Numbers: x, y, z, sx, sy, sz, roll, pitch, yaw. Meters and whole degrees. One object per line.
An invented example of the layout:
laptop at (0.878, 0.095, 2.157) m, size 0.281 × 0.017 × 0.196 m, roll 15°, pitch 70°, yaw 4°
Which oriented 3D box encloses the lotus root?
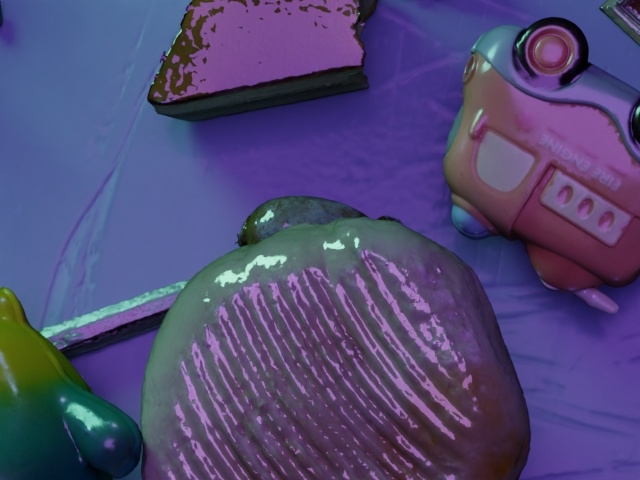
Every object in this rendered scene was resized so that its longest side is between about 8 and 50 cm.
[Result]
lotus root at (0.000, 0.001, 1.699) m, size 0.165 × 0.088 × 0.088 m, roll 4°, pitch 76°, yaw -5°

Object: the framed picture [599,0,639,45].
framed picture at (0.451, -0.254, 1.761) m, size 0.273 × 0.016 × 0.216 m, roll -44°, pitch 77°, yaw -7°

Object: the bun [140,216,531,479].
bun at (0.013, 0.160, 1.581) m, size 0.365 × 0.219 × 0.365 m, roll 0°, pitch 90°, yaw 14°

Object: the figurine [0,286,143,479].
figurine at (-0.302, 0.217, 1.577) m, size 0.323 × 0.231 × 0.340 m, roll -35°, pitch 63°, yaw 16°

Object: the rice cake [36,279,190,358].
rice cake at (-0.190, 0.078, 1.715) m, size 0.207 × 0.033 × 0.033 m, roll -19°, pitch 66°, yaw -2°

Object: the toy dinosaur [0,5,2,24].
toy dinosaur at (-0.493, -0.309, 1.811) m, size 0.331 × 0.129 × 0.383 m, roll 6°, pitch 75°, yaw 15°

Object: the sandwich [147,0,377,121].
sandwich at (-0.042, -0.190, 1.731) m, size 0.186 × 0.108 × 0.220 m, roll 25°, pitch 82°, yaw 9°

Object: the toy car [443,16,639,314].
toy car at (0.231, -0.069, 1.655) m, size 0.270 × 0.180 × 0.212 m, roll 34°, pitch 90°, yaw 11°
